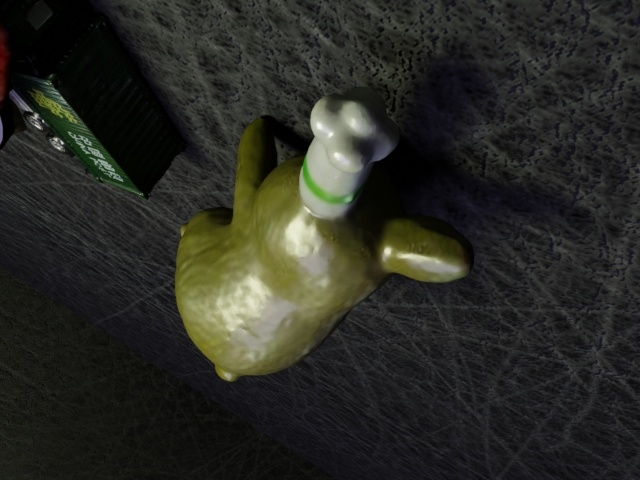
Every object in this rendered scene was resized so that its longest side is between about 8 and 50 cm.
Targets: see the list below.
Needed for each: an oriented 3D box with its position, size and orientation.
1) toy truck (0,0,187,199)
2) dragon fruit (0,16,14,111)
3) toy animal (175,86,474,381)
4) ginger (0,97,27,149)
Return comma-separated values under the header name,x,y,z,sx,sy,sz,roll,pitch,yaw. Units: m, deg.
name,x,y,z,sx,sy,sz,roll,pitch,yaw
toy truck,-0.246,-0.154,0.707,0.121,0.088,0.259,21,158,26
dragon fruit,-0.437,-0.153,0.601,0.344,0.100,0.282,30,134,-5
toy animal,0.000,-0.010,0.627,0.181,0.180,0.363,29,138,-16
ginger,-0.496,-0.222,0.768,0.413,0.211,0.358,39,116,-24
